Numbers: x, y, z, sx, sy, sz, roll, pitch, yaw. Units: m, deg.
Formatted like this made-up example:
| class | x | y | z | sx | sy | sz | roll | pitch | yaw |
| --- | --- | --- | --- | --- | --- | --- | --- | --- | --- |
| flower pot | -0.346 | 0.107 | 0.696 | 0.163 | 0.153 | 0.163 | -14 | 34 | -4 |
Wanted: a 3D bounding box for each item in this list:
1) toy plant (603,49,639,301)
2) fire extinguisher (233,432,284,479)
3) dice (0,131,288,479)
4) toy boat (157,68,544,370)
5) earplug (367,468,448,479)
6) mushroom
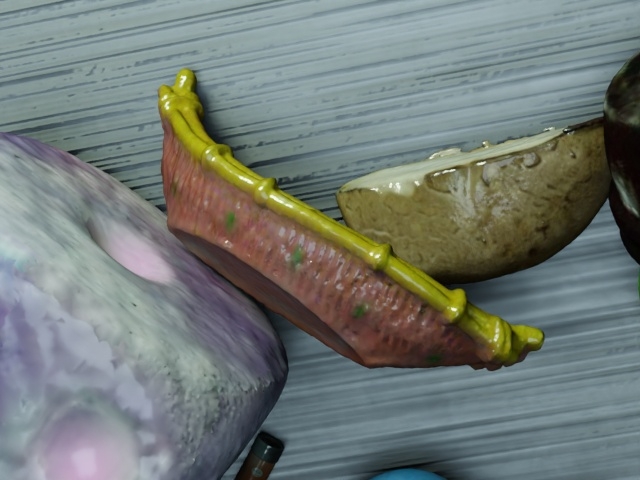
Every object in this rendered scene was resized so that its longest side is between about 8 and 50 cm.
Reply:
| class | x | y | z | sx | sy | sz | roll | pitch | yaw |
| --- | --- | --- | --- | --- | --- | --- | --- | --- | --- |
| toy plant | 0.289 | -0.028 | 1.188 | 0.218 | 0.175 | 0.235 | -23 | 125 | 18 |
| fire extinguisher | -0.051 | 0.179 | 1.336 | 0.028 | 0.022 | 0.083 | 20 | 105 | -28 |
| dice | -0.199 | 0.108 | 1.215 | 0.270 | 0.270 | 0.271 | 38 | 104 | -1 |
| toy boat | -0.006 | 0.004 | 1.222 | 0.318 | 0.141 | 0.099 | 37 | 76 | 20 |
| earplug | 0.119 | 0.269 | 1.281 | 0.273 | 0.132 | 0.132 | 46 | 103 | 1 |
| mushroom | 0.116 | -0.024 | 1.250 | 0.209 | 0.072 | 0.094 | -12 | 106 | 9 |
